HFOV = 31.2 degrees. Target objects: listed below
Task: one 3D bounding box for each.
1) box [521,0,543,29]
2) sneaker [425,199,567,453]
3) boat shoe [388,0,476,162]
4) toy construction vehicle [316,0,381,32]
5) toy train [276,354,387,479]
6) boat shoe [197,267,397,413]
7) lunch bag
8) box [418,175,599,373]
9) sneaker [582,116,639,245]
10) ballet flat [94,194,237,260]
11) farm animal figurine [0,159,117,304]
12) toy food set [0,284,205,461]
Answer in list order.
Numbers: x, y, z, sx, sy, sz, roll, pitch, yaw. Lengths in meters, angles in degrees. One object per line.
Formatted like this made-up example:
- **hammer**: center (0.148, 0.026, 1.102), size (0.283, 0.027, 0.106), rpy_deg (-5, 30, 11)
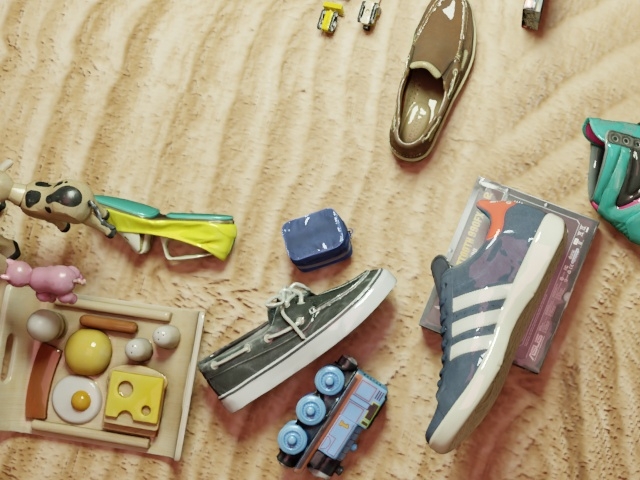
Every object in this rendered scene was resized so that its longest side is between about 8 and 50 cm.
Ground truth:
- **box**: center (0.314, -0.378, 1.629), size (0.027, 0.094, 0.137), rpy_deg (14, 86, 10)
- **sneaker**: center (0.196, 0.106, 1.534), size (0.148, 0.131, 0.350), rpy_deg (25, 84, 18)
- **boat shoe**: center (0.162, -0.240, 1.638), size (0.095, 0.095, 0.257), rpy_deg (13, 86, 10)
- **toy construction vehicle**: center (0.049, -0.349, 1.703), size (0.086, 0.035, 0.098), rpy_deg (13, 84, 21)
- **toy train**: center (0.015, 0.254, 1.622), size (0.105, 0.080, 0.184), rpy_deg (32, 90, 5)
- **boat shoe**: center (-0.037, 0.117, 1.626), size (0.306, 0.113, 0.105), rpy_deg (-36, 94, 13)
- **lunch bag**: center (0.000, 0.000, 1.656), size (0.098, 0.065, 0.067), rpy_deg (-17, 66, 8)
- **box**: center (0.264, 0.048, 1.612), size (0.183, 0.056, 0.231), rpy_deg (21, 88, 12)
- **sneaker**: center (0.455, -0.146, 1.573), size (0.178, 0.124, 0.295), rpy_deg (26, 90, 1)
- **ballet flat**: center (-0.237, -0.013, 1.695), size (0.231, 0.077, 0.077), rpy_deg (9, 99, 8)
- **farm animal figurine**: center (-0.493, -0.009, 1.639), size (0.330, 0.172, 0.327), rpy_deg (-47, 56, 0)
- **toy food set**: center (-0.329, 0.191, 1.675), size (0.306, 0.092, 0.219), rpy_deg (8, 85, 10)
